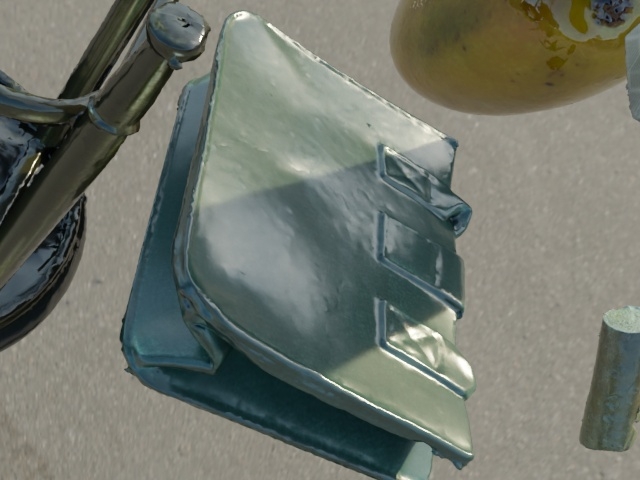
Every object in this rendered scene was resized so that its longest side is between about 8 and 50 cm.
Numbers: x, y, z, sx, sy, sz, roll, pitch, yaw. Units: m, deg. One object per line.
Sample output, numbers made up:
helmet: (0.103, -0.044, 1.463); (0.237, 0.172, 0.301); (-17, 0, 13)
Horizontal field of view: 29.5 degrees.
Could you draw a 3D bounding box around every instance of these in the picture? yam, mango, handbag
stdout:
yam: (0.266, 0.126, 1.084); (0.054, 0.132, 0.054); (4, 21, -2)
mango: (0.233, -0.274, 1.358); (0.232, 0.445, 0.300); (45, 73, -19)
handbag: (-0.001, 0.000, 0.843); (0.238, 0.089, 0.326); (29, 38, -20)

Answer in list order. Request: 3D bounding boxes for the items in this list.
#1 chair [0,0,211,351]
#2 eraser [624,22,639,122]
chair: (-0.252, -0.148, 0.726); (0.362, 0.410, 0.365); (22, 47, -8)
eraser: (0.378, -0.208, 0.868); (0.096, 0.404, 0.098); (16, 58, -19)
